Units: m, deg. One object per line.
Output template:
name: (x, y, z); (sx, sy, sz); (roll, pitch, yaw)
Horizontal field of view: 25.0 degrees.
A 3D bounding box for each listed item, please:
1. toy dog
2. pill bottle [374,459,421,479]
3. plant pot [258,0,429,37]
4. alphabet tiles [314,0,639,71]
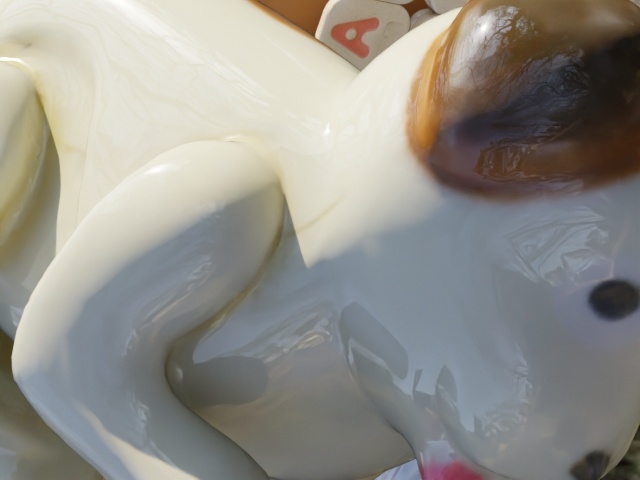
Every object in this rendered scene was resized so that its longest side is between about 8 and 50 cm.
toy dog: (0.000, 0.000, 0.694); (0.408, 0.284, 0.395); (5, 57, 32)
pill bottle: (0.179, 0.265, 1.378); (0.278, 0.162, 0.162); (40, 120, 23)
plant pot: (-0.036, -0.202, 1.158); (0.203, 0.291, 0.291); (-32, 51, 4)
alphabet tiles: (0.140, -0.186, 1.064); (0.021, 0.278, 0.284); (51, 128, 52)
